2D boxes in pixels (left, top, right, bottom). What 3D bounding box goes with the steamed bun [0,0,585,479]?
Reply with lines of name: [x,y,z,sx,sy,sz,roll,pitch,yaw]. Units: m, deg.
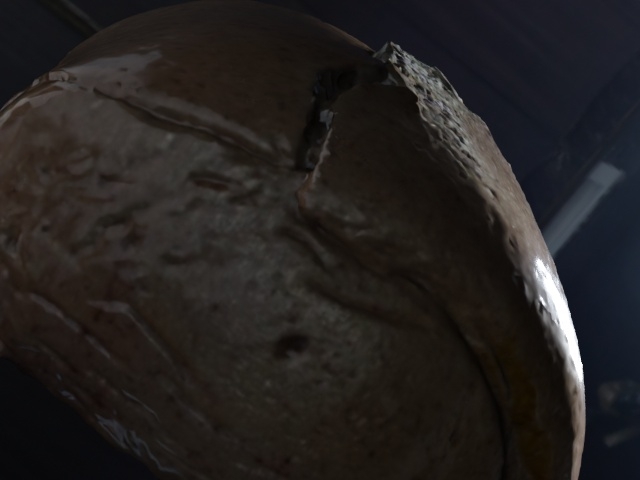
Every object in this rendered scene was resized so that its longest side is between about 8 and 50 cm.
steamed bun: [0.000,0.000,0.448,0.199,0.301,0.251,-55,-166,7]
